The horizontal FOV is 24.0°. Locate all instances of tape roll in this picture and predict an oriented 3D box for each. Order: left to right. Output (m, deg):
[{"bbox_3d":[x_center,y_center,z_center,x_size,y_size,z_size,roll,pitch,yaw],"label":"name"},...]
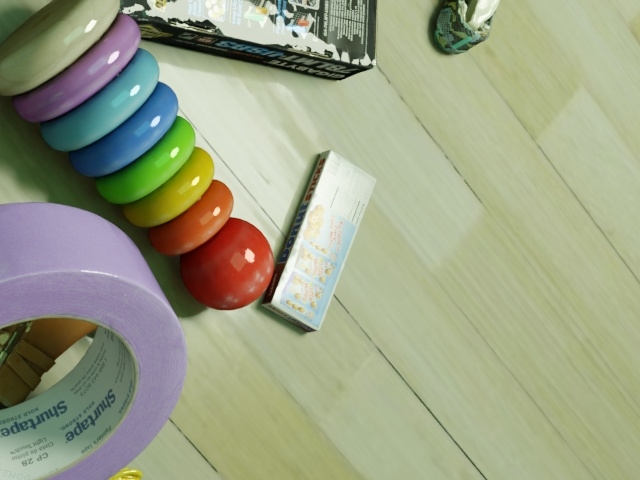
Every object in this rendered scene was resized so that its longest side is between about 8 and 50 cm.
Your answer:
[{"bbox_3d":[-0.250,0.103,1.213,0.275,0.090,0.275,-18,135,-19],"label":"tape roll"}]

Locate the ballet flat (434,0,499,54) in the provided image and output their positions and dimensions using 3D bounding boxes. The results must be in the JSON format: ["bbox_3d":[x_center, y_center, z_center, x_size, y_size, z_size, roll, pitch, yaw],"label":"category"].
[{"bbox_3d":[0.186,-0.288,1.669,0.070,0.070,0.188,31,68,-27],"label":"ballet flat"}]

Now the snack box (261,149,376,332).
[{"bbox_3d":[0.000,0.000,1.531,0.064,0.022,0.178,32,67,-27],"label":"snack box"}]

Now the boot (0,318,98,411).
[{"bbox_3d":[-0.237,0.084,1.338,0.197,0.073,0.152,28,72,-21],"label":"boot"}]

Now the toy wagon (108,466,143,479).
[{"bbox_3d":[-0.199,0.370,1.321,0.267,0.068,0.344,6,78,-33],"label":"toy wagon"}]

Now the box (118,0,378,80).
[{"bbox_3d":[-0.076,-0.329,1.496,0.293,0.073,0.295,7,80,-32],"label":"box"}]

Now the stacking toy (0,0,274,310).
[{"bbox_3d":[-0.152,-0.071,1.382,0.330,0.141,0.141,52,60,-22],"label":"stacking toy"}]
